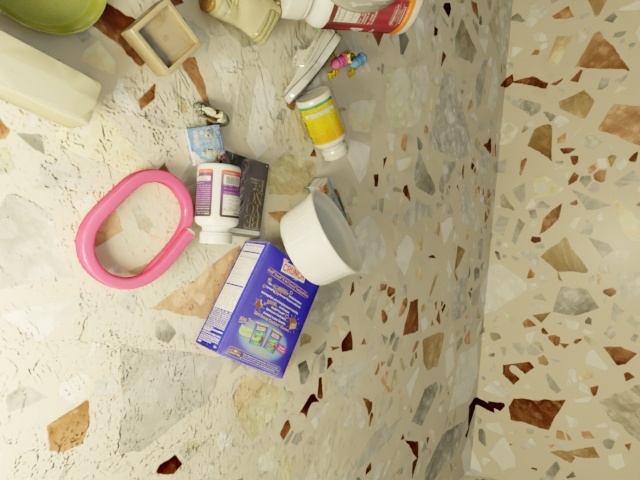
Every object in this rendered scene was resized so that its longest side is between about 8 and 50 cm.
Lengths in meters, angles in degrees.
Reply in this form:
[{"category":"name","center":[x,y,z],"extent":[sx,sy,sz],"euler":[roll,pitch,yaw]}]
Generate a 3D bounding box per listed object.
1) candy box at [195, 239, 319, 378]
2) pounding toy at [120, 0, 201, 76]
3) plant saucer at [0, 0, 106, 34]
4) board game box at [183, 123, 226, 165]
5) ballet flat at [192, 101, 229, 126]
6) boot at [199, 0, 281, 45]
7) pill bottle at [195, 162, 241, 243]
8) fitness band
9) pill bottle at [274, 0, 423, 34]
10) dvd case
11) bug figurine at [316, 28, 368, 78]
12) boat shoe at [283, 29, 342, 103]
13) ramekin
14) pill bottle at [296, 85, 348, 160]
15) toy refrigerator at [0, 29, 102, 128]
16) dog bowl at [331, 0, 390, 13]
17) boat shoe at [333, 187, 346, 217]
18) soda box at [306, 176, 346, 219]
[{"category":"candy box","center":[-0.163,0.197,1.215],"extent":[0.268,0.122,0.318],"euler":[41,66,-43]},{"category":"pounding toy","center":[-0.340,-0.448,0.943],"extent":[0.141,0.100,0.130],"euler":[-52,131,-16]},{"category":"plant saucer","center":[-0.513,-0.499,0.763],"extent":[0.240,0.037,0.241],"euler":[-9,102,-48]},{"category":"board game box","center":[-0.289,-0.241,1.066],"extent":[0.089,0.020,0.090],"euler":[-21,111,-34]},{"category":"ballet flat","center":[-0.269,-0.318,1.074],"extent":[0.114,0.041,0.041],"euler":[12,87,-50]},{"category":"boot","center":[-0.186,-0.661,1.074],"extent":[0.203,0.095,0.262],"euler":[12,89,-49]},{"category":"pill bottle","center":[-0.256,-0.089,1.058],"extent":[0.108,0.108,0.194],"euler":[3,90,-49]},{"category":"fitness band","center":[-0.402,-0.026,0.954],"extent":[0.291,0.054,0.209],"euler":[-58,134,-28]},{"category":"pill bottle","center":[0.074,-0.709,1.184],"extent":[0.391,0.224,0.225],"euler":[-7,102,-22]},{"category":"dvd case","center":[-0.220,-0.122,1.177],"extent":[0.164,0.018,0.222],"euler":[9,90,-50]},{"category":"bug figurine","center":[0.069,-0.665,1.390],"extent":[0.216,0.072,0.279],"euler":[-48,130,-33]},{"category":"boat shoe","center":[-0.040,-0.531,1.264],"extent":[0.088,0.096,0.268],"euler":[36,87,-10]},{"category":"ramekin","center":[0.000,0.000,1.278],"extent":[0.277,0.135,0.277],"euler":[50,22,-29]},{"category":"pill bottle","center":[0.014,-0.363,1.337],"extent":[0.118,0.117,0.209],"euler":[-50,130,-32]},{"category":"toy refrigerator","center":[-0.535,-0.296,0.720],"extent":[0.269,0.102,0.095],"euler":[22,79,-48]},{"category":"dog bowl","center":[0.128,-0.738,1.002],"extent":[0.348,0.102,0.349],"euler":[-11,117,-22]},{"category":"boat shoe","center":[0.065,-0.118,1.490],"extent":[0.043,0.049,0.137],"euler":[-48,124,-36]},{"category":"soda box","center":[0.022,-0.123,1.425],"extent":[0.058,0.062,0.183],"euler":[-51,131,-32]}]
